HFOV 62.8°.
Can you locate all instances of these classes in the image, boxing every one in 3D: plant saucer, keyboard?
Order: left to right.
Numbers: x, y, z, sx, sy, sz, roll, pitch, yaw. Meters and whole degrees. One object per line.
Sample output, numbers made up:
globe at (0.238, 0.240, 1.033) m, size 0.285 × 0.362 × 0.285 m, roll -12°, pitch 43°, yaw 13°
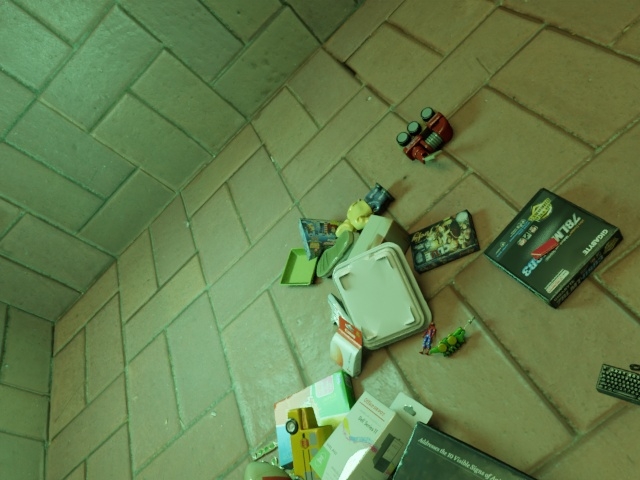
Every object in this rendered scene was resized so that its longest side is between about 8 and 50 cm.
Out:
plant saucer at (-0.080, 0.122, 2.334) m, size 0.188 × 0.045 × 0.189 m, roll -5°, pitch 58°, yaw 41°
keyboard at (0.807, 0.360, 1.332) m, size 0.180 × 0.023 × 0.108 m, roll 11°, pitch 70°, yaw 46°

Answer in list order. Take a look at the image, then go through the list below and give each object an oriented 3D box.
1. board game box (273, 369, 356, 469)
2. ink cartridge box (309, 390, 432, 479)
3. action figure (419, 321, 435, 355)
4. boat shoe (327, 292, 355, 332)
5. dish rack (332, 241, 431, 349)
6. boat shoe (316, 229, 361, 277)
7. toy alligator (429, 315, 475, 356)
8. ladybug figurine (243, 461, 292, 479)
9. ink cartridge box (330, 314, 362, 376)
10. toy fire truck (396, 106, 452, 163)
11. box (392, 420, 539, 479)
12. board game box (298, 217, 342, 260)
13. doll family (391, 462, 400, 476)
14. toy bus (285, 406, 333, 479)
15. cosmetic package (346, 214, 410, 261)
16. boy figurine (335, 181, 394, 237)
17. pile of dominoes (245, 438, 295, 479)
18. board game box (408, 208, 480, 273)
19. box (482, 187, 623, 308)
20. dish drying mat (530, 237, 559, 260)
board game box at (-0.015, 0.639, 1.866) m, size 0.316 × 0.064 × 0.242 m, roll -32°, pitch 44°, yaw 19°
ink cartridge box at (0.149, 0.591, 1.561) m, size 0.353 × 0.119 × 0.207 m, roll -49°, pitch 18°, yaw -13°
action figure at (0.365, 0.329, 1.774) m, size 0.038 × 0.030 × 0.115 m, roll -2°, pitch 58°, yaw 47°
boat shoe at (0.072, 0.296, 2.031) m, size 0.076 × 0.083 × 0.226 m, roll -45°, pitch 41°, yaw 7°
dish rack at (0.202, 0.200, 1.839) m, size 0.285 × 0.072 × 0.333 m, roll -26°, pitch 82°, yaw 22°
boat shoe at (0.085, 0.072, 2.151) m, size 0.302 × 0.103 × 0.113 m, roll -48°, pitch 36°, yaw 48°
toy alligator at (0.438, 0.322, 1.694) m, size 0.189 × 0.056 × 0.051 m, roll -41°, pitch 83°, yaw 11°
ladybug figurine at (-0.135, 0.916, 1.655) m, size 0.161 × 0.305 × 0.450 m, roll -12°, pitch 48°, yaw -9°
ink cartridge box at (0.091, 0.382, 1.901) m, size 0.045 × 0.180 × 0.145 m, roll -17°, pitch 29°, yaw -29°
toy fire truck at (0.456, -0.407, 2.148) m, size 0.217 × 0.158 × 0.246 m, roll -45°, pitch 52°, yaw 8°
box at (0.383, 0.764, 1.227) m, size 0.479 × 0.297 × 0.472 m, roll 13°, pitch 73°, yaw 48°
board game box at (0.000, 0.000, 2.275) m, size 0.060 × 0.194 × 0.194 m, roll 103°, pitch 170°, yaw -52°
doll family at (0.274, 0.642, 1.581) m, size 0.263 × 0.118 × 0.163 m, roll -13°, pitch 47°, yaw 60°
toy bus at (-0.020, 0.713, 1.704) m, size 0.130 × 0.108 × 0.333 m, roll -16°, pitch 72°, yaw 24°
cosmetic package at (0.211, 0.069, 2.015) m, size 0.129 × 0.153 × 0.296 m, roll 17°, pitch 76°, yaw 50°
boy figurine at (0.184, -0.107, 2.216) m, size 0.285 × 0.092 × 0.177 m, roll -49°, pitch 40°, yaw 5°
pile of dominoes at (-0.170, 0.823, 1.911) m, size 0.251 × 0.040 × 0.196 m, roll -37°, pitch 42°, yaw 19°
board game box at (0.448, 0.006, 1.918) m, size 0.243 × 0.042 × 0.165 m, roll -26°, pitch 47°, yaw 28°
box at (0.713, 0.016, 1.638) m, size 0.295 × 0.073 × 0.293 m, roll -48°, pitch 39°, yaw 6°
dish drying mat at (0.683, 0.025, 1.598) m, size 0.083 × 0.008 × 0.032 m, roll -40°, pitch 41°, yaw 17°
